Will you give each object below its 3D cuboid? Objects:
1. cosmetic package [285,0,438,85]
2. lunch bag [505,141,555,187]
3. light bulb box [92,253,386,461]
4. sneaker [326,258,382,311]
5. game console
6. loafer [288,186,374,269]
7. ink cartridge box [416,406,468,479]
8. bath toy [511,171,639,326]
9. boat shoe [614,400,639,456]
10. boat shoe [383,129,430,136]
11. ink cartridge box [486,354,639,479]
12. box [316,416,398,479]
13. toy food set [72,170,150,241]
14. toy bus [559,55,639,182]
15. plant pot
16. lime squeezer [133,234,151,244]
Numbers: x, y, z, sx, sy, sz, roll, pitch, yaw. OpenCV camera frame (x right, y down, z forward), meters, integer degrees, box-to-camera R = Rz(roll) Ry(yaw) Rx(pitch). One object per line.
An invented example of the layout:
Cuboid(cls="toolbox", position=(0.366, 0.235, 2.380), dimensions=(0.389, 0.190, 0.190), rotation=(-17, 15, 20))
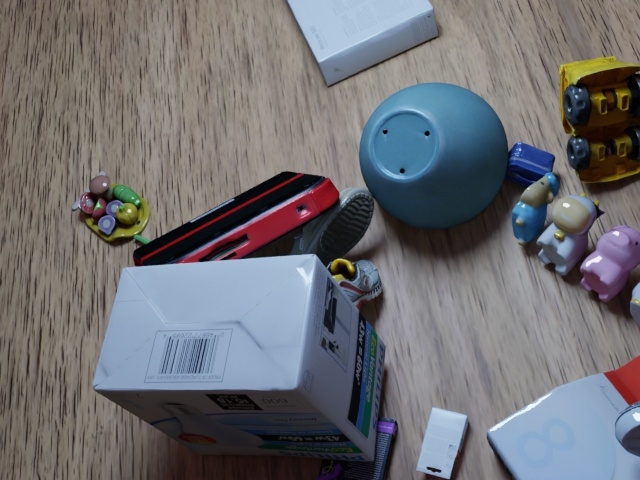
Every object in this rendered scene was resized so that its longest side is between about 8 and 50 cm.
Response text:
Cuboid(cls="cosmetic package", position=(0.073, -0.573, 2.017), dimensions=(0.284, 0.097, 0.377), rotation=(-23, 55, 1))
Cuboid(cls="lunch bag", position=(0.408, -0.138, 1.655), dimensions=(0.098, 0.067, 0.065), rotation=(21, 65, 1))
Cuboid(cls="light bulb box", position=(-0.115, 0.209, 1.419), dimensions=(0.358, 0.361, 0.225), rotation=(-4, 59, 23))
Cuboid(cls="sneaker", position=(0.060, 0.072, 1.578), dimensions=(0.088, 0.225, 0.093), rotation=(0, 104, 17))
Cuboid(cls="game console", position=(-0.172, -0.025, 1.651), dimensions=(0.386, 0.060, 0.342), rotation=(-29, 14, -14))
Cuboid(cls="loafer", position=(0.000, 0.000, 1.653), dimensions=(0.268, 0.102, 0.092), rotation=(-54, 42, 9))
Cuboid(cls="ink cartridge box", position=(0.209, 0.349, 1.452), dimensions=(0.063, 0.029, 0.115), rotation=(10, 64, 22))
Cuboid(cls="bath toy", position=(0.506, 0.019, 1.492), dimensions=(0.129, 0.151, 0.348), rotation=(-41, 60, -15))
Cuboid(cls="boat shoe", position=(0.590, 0.253, 1.308), dimensions=(0.335, 0.121, 0.119), rotation=(-3, 43, -16))
Cuboid(cls="boat shoe", position=(0.237, -0.189, 1.735), dimensions=(0.258, 0.089, 0.109), rotation=(-6, 58, 14))
Cuboid(cls="ink cartridge box", position=(0.506, 0.338, 1.329), dimensions=(0.385, 0.091, 0.308), rotation=(-32, 56, -2))
Cuboid(cls="box", position=(0.062, 0.383, 1.478), dimensions=(0.116, 0.029, 0.162), rotation=(6, 60, 22))
Cuboid(cls="toy food set", position=(-0.484, -0.086, 1.909), dimensions=(0.218, 0.071, 0.128), rotation=(33, 74, 31))
Cuboid(cls="toy bus", position=(0.527, -0.248, 1.643), dimensions=(0.149, 0.220, 0.211), rotation=(-11, 26, -3))
Cuboid(cls="plant pot", position=(0.189, -0.168, 1.603), dimensions=(0.290, 0.195, 0.290), rotation=(-1, 89, 25))
Cuboid(cls="lime squeezer", position=(-0.313, 0.082, 1.775), dimensions=(0.110, 0.059, 0.310), rotation=(-45, 51, 28))
